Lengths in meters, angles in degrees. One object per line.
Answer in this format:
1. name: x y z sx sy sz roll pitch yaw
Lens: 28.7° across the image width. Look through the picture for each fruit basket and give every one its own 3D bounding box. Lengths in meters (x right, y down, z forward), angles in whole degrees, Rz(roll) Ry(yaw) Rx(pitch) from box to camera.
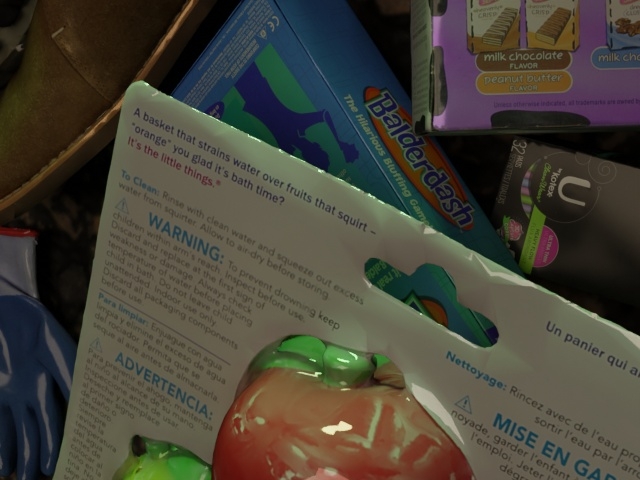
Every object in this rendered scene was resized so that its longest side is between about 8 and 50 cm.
1. fruit basket: 0.016 0.149 0.548 0.327 0.165 0.353 27 114 22

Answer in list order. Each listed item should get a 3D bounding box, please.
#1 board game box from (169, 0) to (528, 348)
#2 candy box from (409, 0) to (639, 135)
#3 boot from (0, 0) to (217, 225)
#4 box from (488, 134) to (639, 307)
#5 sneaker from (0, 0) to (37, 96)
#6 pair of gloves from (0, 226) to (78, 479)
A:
1. board game box: 0.000 0.000 0.610 0.160 0.047 0.210 -43 73 45
2. candy box: 0.121 -0.144 0.525 0.165 0.070 0.196 -1 93 -2
3. boot: -0.111 -0.136 0.628 0.305 0.115 0.112 -47 30 17
4. box: 0.126 -0.010 0.575 0.083 0.052 0.062 18 102 23
5. sneaker: -0.186 -0.225 0.692 0.410 0.158 0.182 -44 50 20
6. pair of gloves: -0.220 0.066 0.764 0.198 0.023 0.159 0 94 27
